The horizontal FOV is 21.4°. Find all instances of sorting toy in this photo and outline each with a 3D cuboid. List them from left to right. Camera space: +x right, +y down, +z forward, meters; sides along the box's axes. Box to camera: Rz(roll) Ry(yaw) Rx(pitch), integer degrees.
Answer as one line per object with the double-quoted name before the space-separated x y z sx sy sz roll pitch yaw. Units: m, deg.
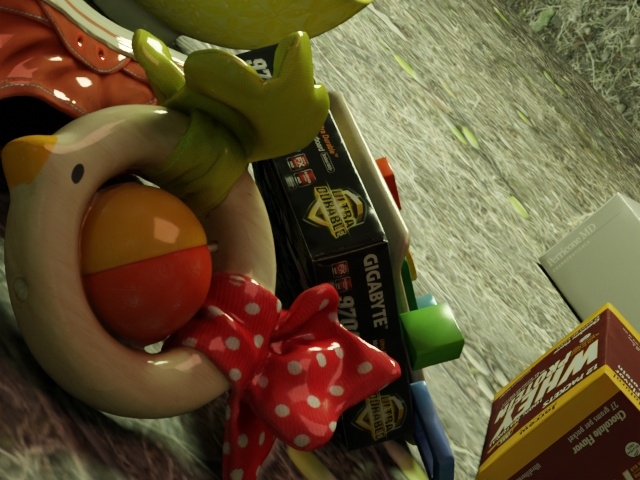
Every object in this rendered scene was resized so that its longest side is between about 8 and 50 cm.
"sorting toy" 0.049 0.015 1.178 0.348 0.047 0.196 -113 -170 -46

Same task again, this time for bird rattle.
"bird rattle" -0.078 0.015 0.902 0.207 0.143 0.254 -13 102 -42

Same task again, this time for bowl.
"bowl" -0.110 -0.246 1.340 0.289 0.156 0.289 44 18 -18

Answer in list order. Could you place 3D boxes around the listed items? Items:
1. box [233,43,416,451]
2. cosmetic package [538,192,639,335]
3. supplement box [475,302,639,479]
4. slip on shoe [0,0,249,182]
"box" 0.000 0.000 1.110 0.220 0.051 0.175 -113 -171 -48
"cosmetic package" 0.365 0.077 1.874 0.238 0.127 0.107 53 17 22
"supplement box" 0.236 0.180 1.315 0.191 0.129 0.194 48 16 -3
"slip on shoe" -0.145 -0.074 0.998 0.331 0.123 0.101 30 60 -63
